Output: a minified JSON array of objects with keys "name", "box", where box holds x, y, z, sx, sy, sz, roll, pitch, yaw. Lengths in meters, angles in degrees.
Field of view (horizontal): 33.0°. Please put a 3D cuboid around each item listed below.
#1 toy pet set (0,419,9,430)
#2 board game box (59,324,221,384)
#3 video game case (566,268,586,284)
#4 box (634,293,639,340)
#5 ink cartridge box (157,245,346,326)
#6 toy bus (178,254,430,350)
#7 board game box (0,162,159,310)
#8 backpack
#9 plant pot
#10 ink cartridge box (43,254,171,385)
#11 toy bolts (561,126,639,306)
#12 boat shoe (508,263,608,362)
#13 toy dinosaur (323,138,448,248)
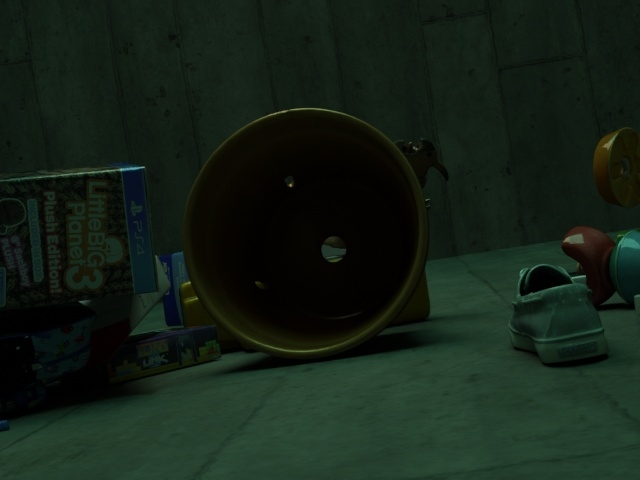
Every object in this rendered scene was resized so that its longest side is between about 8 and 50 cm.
[{"name":"toy pet set","box":[-0.392,0.167,1.067,0.122,0.065,0.114,-9,0,-45]},{"name":"board game box","box":[-0.240,0.150,1.417,0.170,0.048,0.141,-10,-1,-40]},{"name":"video game case","box":[0.419,0.056,1.660,0.190,0.022,0.173,-8,0,6]},{"name":"box","box":[0.391,0.045,0.798,0.323,0.063,0.067,-9,2,-15]},{"name":"ink cartridge box","box":[-0.123,0.074,2.060,0.270,0.151,0.395,-6,-4,-44]},{"name":"toy bus","box":[-0.025,0.085,1.517,0.332,0.108,0.130,-9,2,-13]},{"name":"board game box","box":[-0.350,-0.006,1.248,0.290,0.141,0.232,-7,7,-16]},{"name":"backpack","box":[-0.341,0.126,1.220,0.173,0.117,0.158,-12,10,-32]},{"name":"plant pot","box":[0.000,0.000,1.331,0.290,0.291,0.203,-9,-8,12]},{"name":"ink cartridge box","box":[-0.311,0.110,1.368,0.189,0.066,0.232,-21,10,18]},{"name":"toy bolts","box":[0.411,-0.018,1.301,0.158,0.218,0.228,0,25,45]},{"name":"boat shoe","box":[0.220,0.061,1.011,0.079,0.081,0.227,-9,1,2]},{"name":"toy dinosaur","box":[0.070,-0.040,1.550,0.200,0.127,0.296,2,-15,-2]}]
